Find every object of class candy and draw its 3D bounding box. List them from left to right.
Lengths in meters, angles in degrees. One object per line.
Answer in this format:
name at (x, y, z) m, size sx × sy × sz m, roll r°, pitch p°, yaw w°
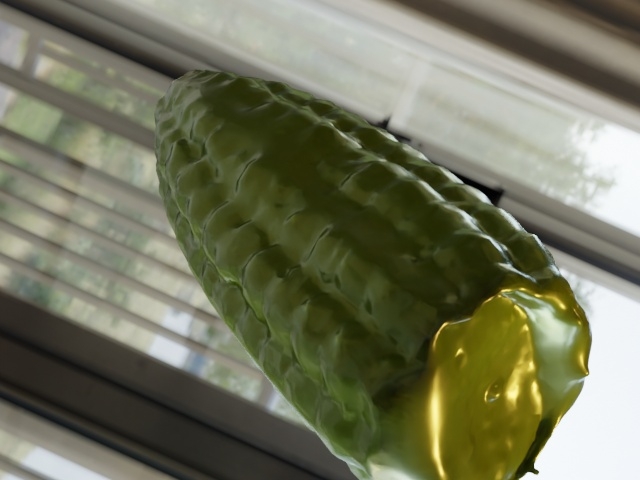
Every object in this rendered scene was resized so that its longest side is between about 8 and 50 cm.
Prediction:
candy at (0.000, 0.000, 0.434) m, size 0.096 × 0.209 × 0.097 m, roll -21°, pitch 132°, yaw -25°
